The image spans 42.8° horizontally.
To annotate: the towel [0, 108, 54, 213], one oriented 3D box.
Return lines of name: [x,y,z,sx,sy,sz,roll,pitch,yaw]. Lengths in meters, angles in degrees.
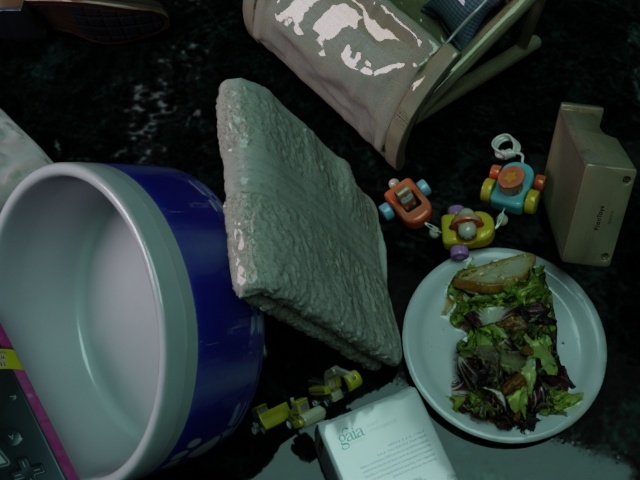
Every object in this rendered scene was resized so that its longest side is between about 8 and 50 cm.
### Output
towel: [-0.477,-0.096,0.799,0.317,0.053,0.332,41,40,19]

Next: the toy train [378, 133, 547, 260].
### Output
toy train: [0.147,-0.053,0.840,0.166,0.046,0.125,-29,59,-1]

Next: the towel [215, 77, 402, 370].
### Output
towel: [0.000,0.000,0.719,0.049,0.282,0.187,-18,63,21]

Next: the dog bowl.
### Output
dog bowl: [-0.173,0.067,0.689,0.104,0.265,0.265,-4,56,-49]

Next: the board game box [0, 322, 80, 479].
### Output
board game box: [-0.331,0.153,0.617,0.224,0.097,0.303,-3,49,-50]

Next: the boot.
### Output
boot: [-0.280,-0.295,0.957,0.219,0.082,0.106,2,68,3]

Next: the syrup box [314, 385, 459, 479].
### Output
syrup box: [0.081,0.255,0.691,0.093,0.096,0.237,-20,66,-11]

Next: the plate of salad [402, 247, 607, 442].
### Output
plate of salad: [0.180,0.094,0.792,0.199,0.048,0.200,0,65,0]

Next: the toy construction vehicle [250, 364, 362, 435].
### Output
toy construction vehicle: [-0.016,0.145,0.748,0.086,0.098,0.035,-21,88,-29]

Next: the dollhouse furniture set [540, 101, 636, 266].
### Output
dollhouse furniture set: [0.351,-0.044,0.782,0.242,0.212,0.161,8,28,3]

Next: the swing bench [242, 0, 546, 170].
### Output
swing bench: [0.084,-0.263,0.894,0.254,0.165,0.253,-40,72,-16]
